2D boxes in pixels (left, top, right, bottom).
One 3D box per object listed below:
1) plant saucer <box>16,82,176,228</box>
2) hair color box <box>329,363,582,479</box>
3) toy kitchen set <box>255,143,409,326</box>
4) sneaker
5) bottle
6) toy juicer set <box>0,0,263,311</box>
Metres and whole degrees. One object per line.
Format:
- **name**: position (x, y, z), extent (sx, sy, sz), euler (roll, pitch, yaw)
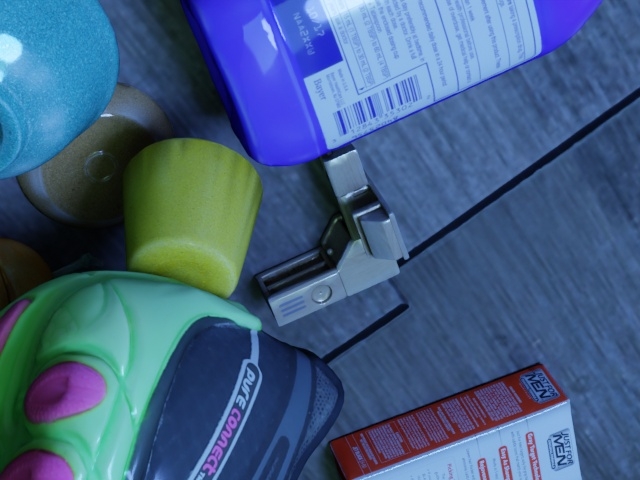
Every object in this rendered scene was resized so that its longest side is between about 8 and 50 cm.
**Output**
- **plant saucer**: position (-0.112, -0.040, 0.779), extent (0.083, 0.015, 0.083), euler (-8, 120, -14)
- **hair color box**: position (0.083, 0.135, 0.929), extent (0.141, 0.043, 0.072), euler (-18, 122, -7)
- **toy kitchen set**: position (0.000, 0.000, 0.808), extent (0.075, 0.068, 0.083), euler (-24, 123, -5)
- **sneaker**: position (-0.090, 0.258, 0.720), extent (0.202, 0.185, 0.483), euler (7, 103, -31)
- **bottle**: position (0.075, -0.139, 0.742), extent (0.282, 0.092, 0.118), euler (-25, 124, -4)
- **toy juicer set**: position (-0.189, -0.068, 0.687), extent (0.209, 0.089, 0.329), euler (-20, 134, 23)
